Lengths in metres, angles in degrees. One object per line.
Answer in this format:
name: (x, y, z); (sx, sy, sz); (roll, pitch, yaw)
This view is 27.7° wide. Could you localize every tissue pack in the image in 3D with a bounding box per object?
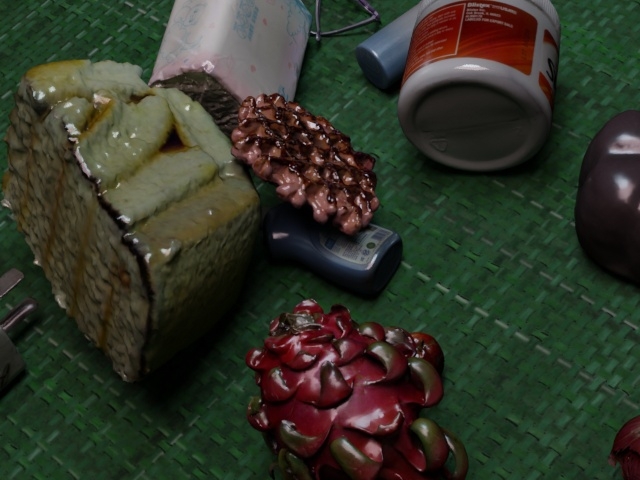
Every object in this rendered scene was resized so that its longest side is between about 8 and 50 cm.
tissue pack: (-0.118, -0.267, 1.816); (0.124, 0.201, 0.271); (-16, 47, 33)

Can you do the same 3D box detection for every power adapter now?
power adapter: (-0.445, 0.124, 1.638); (0.125, 0.130, 0.205); (31, 66, 31)

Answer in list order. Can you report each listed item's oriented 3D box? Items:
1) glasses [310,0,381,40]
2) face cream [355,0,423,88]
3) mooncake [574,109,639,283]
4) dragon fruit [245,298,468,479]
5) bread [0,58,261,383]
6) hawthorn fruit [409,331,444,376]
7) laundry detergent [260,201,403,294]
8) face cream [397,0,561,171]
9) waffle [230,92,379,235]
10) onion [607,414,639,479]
glasses: (0.014, -0.338, 1.960); (0.103, 0.062, 0.140); (-50, 56, 2)
face cream: (0.168, -0.316, 1.874); (0.250, 0.077, 0.077); (-37, 54, -16)
mooncake: (0.432, -0.060, 1.588); (0.245, 0.133, 0.244); (-2, 52, 2)
dragon fruit: (0.044, 0.191, 1.435); (0.273, 0.198, 0.218); (21, 52, 25)
bread: (-0.208, -0.033, 1.620); (0.264, 0.239, 0.395); (-14, 54, -38)
hawthorn fruit: (0.114, 0.143, 1.533); (0.077, 0.077, 0.077); (-6, 52, 8)
laundry detergent: (0.000, -0.001, 1.679); (0.206, 0.061, 0.096); (21, 58, 27)
face cream: (0.211, -0.218, 1.709); (0.201, 0.201, 0.187); (3, 53, 15)
waffle: (-0.016, -0.104, 1.668); (0.221, 0.055, 0.234); (34, 29, -11)
onion: (0.400, 0.244, 1.361); (0.184, 0.147, 0.184); (-3, 10, 0)
